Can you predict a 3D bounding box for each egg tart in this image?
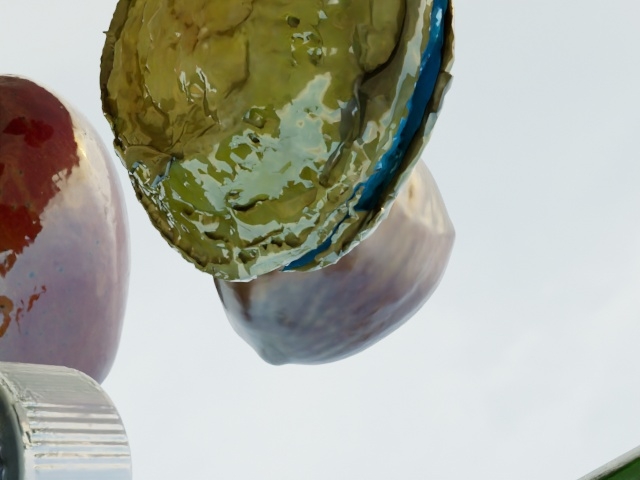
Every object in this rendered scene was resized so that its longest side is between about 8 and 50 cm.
[{"bbox_3d":[-0.045,-0.104,0.978,0.291,0.107,0.290,-14,-109,48],"label":"egg tart"}]

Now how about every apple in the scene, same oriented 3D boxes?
[{"bbox_3d":[-0.362,0.027,1.749,0.329,0.365,0.295,-4,-161,29],"label":"apple"}]

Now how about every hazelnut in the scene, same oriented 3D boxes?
[{"bbox_3d":[0.000,0.000,1.349,0.214,0.214,0.176,-42,-145,-23],"label":"hazelnut"}]

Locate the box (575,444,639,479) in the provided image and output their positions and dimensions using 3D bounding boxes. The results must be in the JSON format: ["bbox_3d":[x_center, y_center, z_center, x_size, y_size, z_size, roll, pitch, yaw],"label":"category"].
[{"bbox_3d":[0.224,0.237,1.023,0.132,0.235,0.034,-32,-177,10],"label":"box"}]

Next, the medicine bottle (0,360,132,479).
[{"bbox_3d":[-0.312,0.154,1.137,0.395,0.242,0.242,3,180,-44],"label":"medicine bottle"}]
